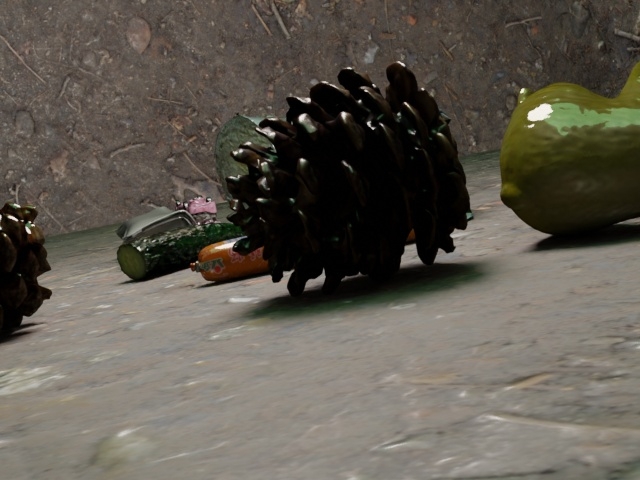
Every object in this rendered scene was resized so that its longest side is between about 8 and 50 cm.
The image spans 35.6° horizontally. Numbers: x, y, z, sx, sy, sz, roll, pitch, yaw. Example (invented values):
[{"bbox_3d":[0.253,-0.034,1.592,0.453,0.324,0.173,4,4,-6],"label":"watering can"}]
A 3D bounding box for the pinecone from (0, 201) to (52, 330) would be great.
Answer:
[{"bbox_3d":[-0.395,0.030,1.133,0.179,0.184,0.204,-34,-32,27],"label":"pinecone"}]

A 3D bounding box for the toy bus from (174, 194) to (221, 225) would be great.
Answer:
[{"bbox_3d":[-0.251,-0.044,2.026,0.063,0.090,0.203,-12,5,-16],"label":"toy bus"}]

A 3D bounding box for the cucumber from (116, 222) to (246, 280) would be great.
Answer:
[{"bbox_3d":[-0.201,0.005,1.574,0.067,0.068,0.293,-7,6,33],"label":"cucumber"}]

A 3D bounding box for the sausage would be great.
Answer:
[{"bbox_3d":[0.000,0.000,1.305,0.347,0.053,0.053,-12,6,-15],"label":"sausage"}]

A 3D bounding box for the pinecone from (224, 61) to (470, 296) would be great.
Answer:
[{"bbox_3d":[0.032,-0.061,1.032,0.272,0.224,0.224,-17,8,-22],"label":"pinecone"}]

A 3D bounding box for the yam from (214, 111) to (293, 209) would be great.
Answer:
[{"bbox_3d":[-0.033,-0.157,2.043,0.348,0.241,0.241,-13,6,-43],"label":"yam"}]

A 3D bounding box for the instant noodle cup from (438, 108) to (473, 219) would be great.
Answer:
[{"bbox_3d":[0.108,-0.104,1.525,0.240,0.178,0.240,-9,6,1],"label":"instant noodle cup"}]

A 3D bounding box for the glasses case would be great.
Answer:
[{"bbox_3d":[-0.296,-0.008,1.793,0.128,0.083,0.308,-17,7,-12],"label":"glasses case"}]

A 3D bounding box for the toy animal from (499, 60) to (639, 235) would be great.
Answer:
[{"bbox_3d":[0.377,-0.101,1.061,0.363,0.181,0.180,-9,14,24],"label":"toy animal"}]
